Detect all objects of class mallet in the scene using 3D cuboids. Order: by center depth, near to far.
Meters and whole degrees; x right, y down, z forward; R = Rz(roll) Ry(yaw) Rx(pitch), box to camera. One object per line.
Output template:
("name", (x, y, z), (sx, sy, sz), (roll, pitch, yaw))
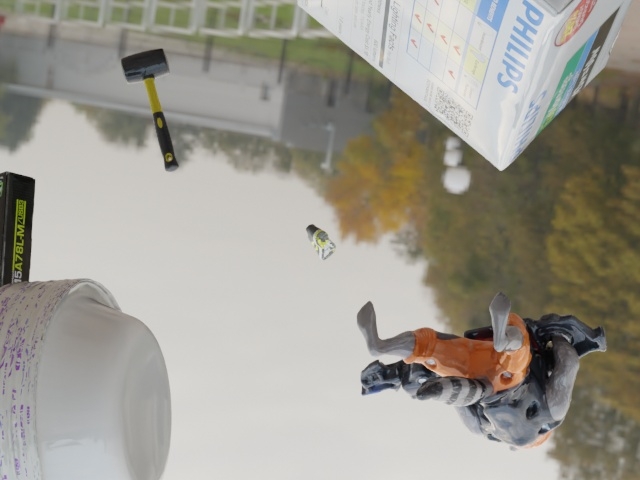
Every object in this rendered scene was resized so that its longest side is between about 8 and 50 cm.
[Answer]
("mallet", (-0.204, -0.172, 1.595), (0.062, 0.190, 0.039), (-22, 152, -7))

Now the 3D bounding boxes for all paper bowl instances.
("paper bowl", (-0.247, 0.181, 1.261), (0.148, 0.284, 0.284), (-4, -176, 10))

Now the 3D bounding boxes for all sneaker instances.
("sneaker", (0.000, 0.000, 1.933), (0.035, 0.031, 0.083), (46, 167, 30))

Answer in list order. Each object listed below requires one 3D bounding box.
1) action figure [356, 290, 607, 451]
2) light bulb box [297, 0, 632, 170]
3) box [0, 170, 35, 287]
("action figure", (0.174, 0.183, 1.532), (0.341, 0.179, 0.330), (-19, 142, 28))
("light bulb box", (0.173, -0.336, 1.440), (0.361, 0.225, 0.358), (41, 161, 15))
("box", (-0.412, 0.025, 1.457), (0.190, 0.184, 0.045), (-10, 161, 42))
